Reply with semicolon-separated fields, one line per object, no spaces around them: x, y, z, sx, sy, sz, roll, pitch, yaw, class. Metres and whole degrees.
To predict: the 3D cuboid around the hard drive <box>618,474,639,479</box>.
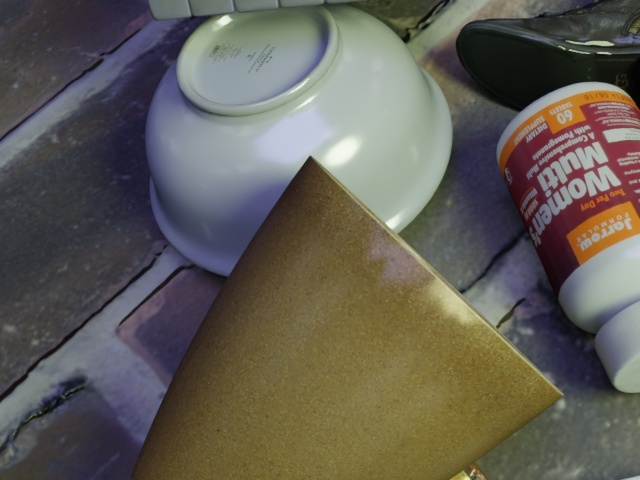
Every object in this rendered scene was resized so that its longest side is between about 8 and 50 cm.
0.328;0.230;0.573;0.307;0.040;0.203;-14;58;4;hard drive

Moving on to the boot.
0.278;-0.221;0.840;0.262;0.091;0.229;13;58;15;boot

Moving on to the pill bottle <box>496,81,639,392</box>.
0.227;-0.005;0.690;0.121;0.121;0.221;-18;57;2;pill bottle

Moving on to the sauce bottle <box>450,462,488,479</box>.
0.066;0.207;0.649;0.128;0.042;0.042;-42;60;-10;sauce bottle

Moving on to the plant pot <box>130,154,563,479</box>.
-0.006;0.112;0.630;0.254;0.237;0.237;-47;60;3;plant pot

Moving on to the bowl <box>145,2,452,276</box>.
-0.037;-0.121;0.794;0.297;0.134;0.298;-9;51;11;bowl

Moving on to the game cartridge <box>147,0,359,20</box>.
-0.011;-0.287;0.849;0.230;0.068;0.355;1;28;10;game cartridge
